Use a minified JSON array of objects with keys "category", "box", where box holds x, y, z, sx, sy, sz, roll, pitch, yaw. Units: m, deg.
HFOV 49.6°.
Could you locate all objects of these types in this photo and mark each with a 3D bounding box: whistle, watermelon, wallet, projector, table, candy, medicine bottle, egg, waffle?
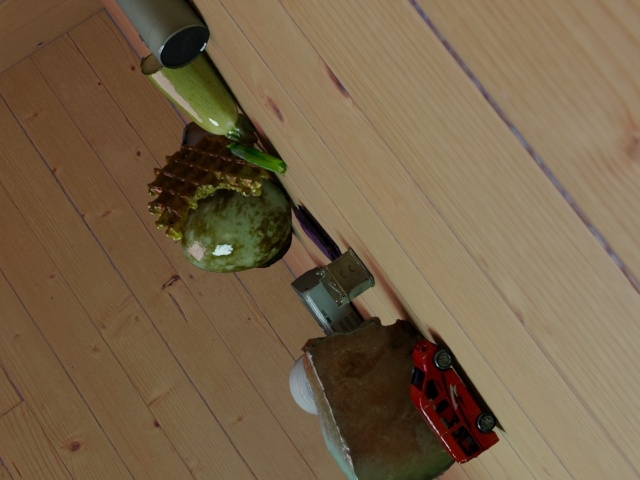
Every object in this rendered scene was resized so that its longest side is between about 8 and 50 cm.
[{"category":"whistle","box":[-0.297,-0.183,1.826,0.189,0.189,0.347,65,-151,-58]},{"category":"watermelon","box":[0.120,0.276,1.237,0.302,0.264,0.151,64,161,7]},{"category":"wallet","box":[-0.001,0.001,1.553,0.166,0.030,0.111,50,171,35]},{"category":"projector","box":[-0.332,-0.466,1.250,0.337,0.108,0.108,54,174,13]},{"category":"table","box":[0.047,0.073,1.330,0.079,0.083,0.062,54,174,21]},{"category":"candy","box":[-0.135,-0.176,1.460,0.102,0.032,0.178,22,-175,-22]},{"category":"medicine bottle","box":[0.054,0.358,1.821,0.190,0.190,0.332,55,153,0]},{"category":"projector","box":[0.024,0.190,2.029,0.198,0.108,0.250,56,172,-9]},{"category":"egg","box":[-0.208,-0.038,1.711,0.238,0.289,0.238,52,176,5]},{"category":"waffle","box":[-0.268,-0.141,1.611,0.259,0.293,0.069,65,-178,40]}]

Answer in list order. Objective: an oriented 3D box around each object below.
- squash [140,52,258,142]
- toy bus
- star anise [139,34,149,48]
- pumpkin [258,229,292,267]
[{"category":"squash","box":[-0.251,-0.297,1.445,0.287,0.137,0.137,53,174,-9]},{"category":"toy bus","box":[0.198,0.252,1.106,0.195,0.089,0.081,56,173,-6]},{"category":"star anise","box":[-0.371,-0.474,1.636,0.230,0.081,0.262,46,178,-40]},{"category":"pumpkin","box":[-0.218,-0.059,2.126,0.320,0.192,0.320,53,171,11]}]
